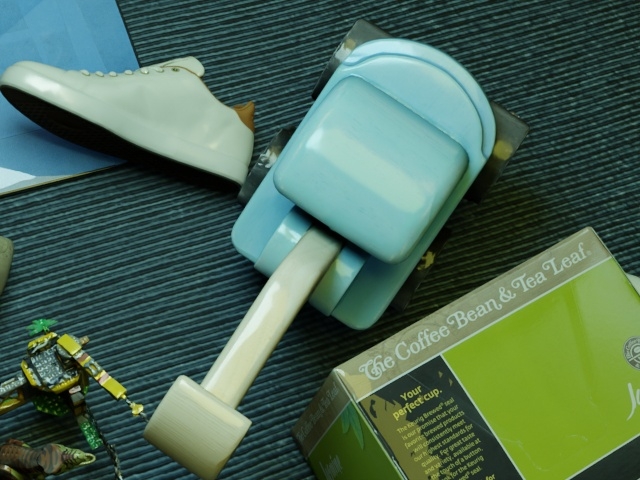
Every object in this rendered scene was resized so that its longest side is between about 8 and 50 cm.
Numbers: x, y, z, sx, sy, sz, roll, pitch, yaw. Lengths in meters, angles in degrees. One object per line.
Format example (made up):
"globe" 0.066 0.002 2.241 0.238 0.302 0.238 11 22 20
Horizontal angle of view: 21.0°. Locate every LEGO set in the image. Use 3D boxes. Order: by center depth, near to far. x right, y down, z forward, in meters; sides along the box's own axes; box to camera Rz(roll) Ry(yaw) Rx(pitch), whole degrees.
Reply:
"LEGO set" -0.267 0.215 1.577 0.255 0.192 0.331 -17 64 -13

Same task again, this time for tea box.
"tea box" 0.203 0.218 1.738 0.329 0.220 0.323 -27 76 -22

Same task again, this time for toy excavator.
"toy excavator" 0.000 0.000 1.701 0.222 0.445 0.433 35 100 3

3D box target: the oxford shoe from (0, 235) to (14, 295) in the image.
"oxford shoe" -0.479 -0.020 1.747 0.348 0.123 0.130 29 58 -10

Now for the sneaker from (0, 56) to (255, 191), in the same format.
"sneaker" -0.201 -0.153 1.842 0.290 0.106 0.123 20 76 -28

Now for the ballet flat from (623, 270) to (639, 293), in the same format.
"ballet flat" 0.358 0.098 1.895 0.280 0.096 0.095 41 65 7

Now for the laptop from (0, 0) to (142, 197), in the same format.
"laptop" -0.385 -0.274 1.814 0.382 0.408 0.236 -15 38 -20
